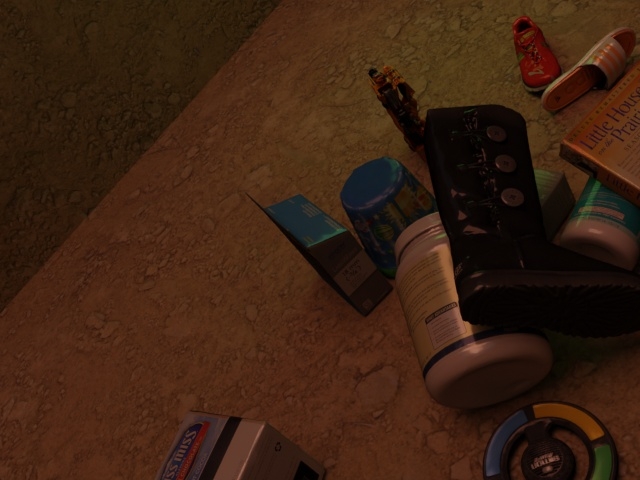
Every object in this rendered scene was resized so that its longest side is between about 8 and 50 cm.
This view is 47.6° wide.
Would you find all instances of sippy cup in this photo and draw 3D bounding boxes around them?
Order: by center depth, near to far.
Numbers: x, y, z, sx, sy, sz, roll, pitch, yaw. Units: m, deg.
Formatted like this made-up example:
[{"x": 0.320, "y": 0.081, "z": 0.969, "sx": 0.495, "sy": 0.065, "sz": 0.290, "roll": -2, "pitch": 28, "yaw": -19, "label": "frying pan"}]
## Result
[{"x": 0.168, "y": -0.068, "z": 1.715, "sx": 0.305, "sy": 0.224, "sz": 0.240, "roll": -1, "pitch": 52, "yaw": 39, "label": "sippy cup"}]

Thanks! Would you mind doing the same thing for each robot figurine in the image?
[{"x": 0.222, "y": -0.331, "z": 1.876, "sx": 0.085, "sy": 0.291, "sz": 0.211, "roll": -34, "pitch": 39, "yaw": 8, "label": "robot figurine"}]

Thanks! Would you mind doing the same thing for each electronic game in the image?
[{"x": 0.385, "y": 0.377, "z": 1.230, "sx": 0.229, "sy": 0.048, "sz": 0.229, "roll": -22, "pitch": 41, "yaw": 21, "label": "electronic game"}]

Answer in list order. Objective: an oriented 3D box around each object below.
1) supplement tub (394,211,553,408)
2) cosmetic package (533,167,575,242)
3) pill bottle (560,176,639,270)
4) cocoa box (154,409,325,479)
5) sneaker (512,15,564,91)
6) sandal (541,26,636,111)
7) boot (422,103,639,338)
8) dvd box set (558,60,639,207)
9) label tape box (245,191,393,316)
[{"x": 0.275, "y": 0.126, "z": 1.374, "sx": 0.235, "sy": 0.235, "sz": 0.325, "roll": -26, "pitch": 53, "yaw": 17, "label": "supplement tub"}, {"x": 0.429, "y": -0.037, "z": 1.562, "sx": 0.127, "sy": 0.107, "sz": 0.238, "roll": 18, "pitch": 64, "yaw": 47, "label": "cosmetic package"}, {"x": 0.586, "y": -0.071, "z": 1.427, "sx": 0.146, "sy": 0.146, "sz": 0.264, "roll": 10, "pitch": 60, "yaw": 45, "label": "pill bottle"}, {"x": -0.191, "y": 0.540, "z": 1.401, "sx": 0.227, "sy": 0.231, "sz": 0.347, "roll": -4, "pitch": 50, "yaw": 39, "label": "cocoa box"}, {"x": 0.552, "y": -0.493, "z": 1.900, "sx": 0.107, "sy": 0.118, "sz": 0.279, "roll": -26, "pitch": 40, "yaw": 19, "label": "sneaker"}, {"x": 0.657, "y": -0.391, "z": 1.736, "sx": 0.265, "sy": 0.102, "sz": 0.076, "roll": -41, "pitch": 38, "yaw": 13, "label": "sandal"}, {"x": 0.383, "y": -0.053, "z": 1.316, "sx": 0.146, "sy": 0.366, "sz": 0.445, "roll": 112, "pitch": 161, "yaw": -45, "label": "boot"}, {"x": 0.705, "y": -0.156, "z": 1.327, "sx": 0.307, "sy": 0.062, "sz": 0.420, "roll": -45, "pitch": 63, "yaw": -12, "label": "dvd box set"}, {"x": 0.000, "y": 0.000, "z": 1.696, "sx": 0.106, "sy": 0.334, "sz": 0.240, "roll": -44, "pitch": 38, "yaw": -5, "label": "label tape box"}]
